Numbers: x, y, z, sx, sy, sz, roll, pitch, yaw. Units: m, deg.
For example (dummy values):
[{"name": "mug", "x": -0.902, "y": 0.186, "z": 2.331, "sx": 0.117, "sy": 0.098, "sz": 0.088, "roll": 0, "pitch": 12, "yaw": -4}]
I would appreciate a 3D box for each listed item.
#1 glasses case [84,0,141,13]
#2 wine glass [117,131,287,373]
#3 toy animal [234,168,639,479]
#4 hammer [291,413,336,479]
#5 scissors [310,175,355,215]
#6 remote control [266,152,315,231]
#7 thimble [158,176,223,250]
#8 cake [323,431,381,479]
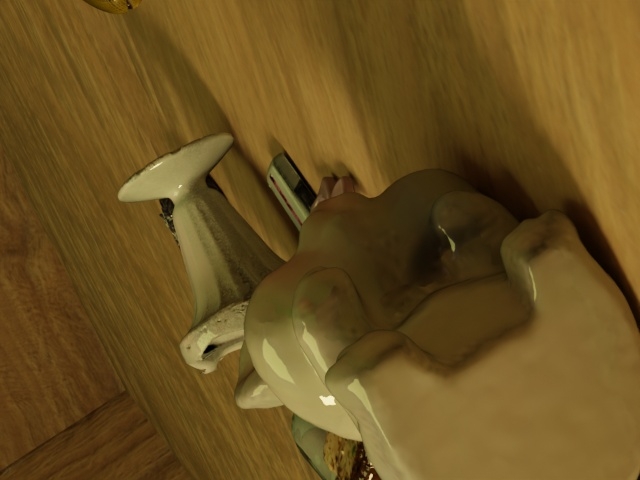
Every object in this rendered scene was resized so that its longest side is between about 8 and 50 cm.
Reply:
[{"name": "glasses case", "x": -0.235, "y": -0.281, "z": 1.879, "sx": 0.234, "sy": 0.064, "sz": 0.079, "roll": 42, "pitch": 154, "yaw": 54}, {"name": "wine glass", "x": -0.098, "y": 0.010, "z": 1.869, "sx": 0.196, "sy": 0.165, "sz": 0.165, "roll": 60, "pitch": 169, "yaw": 11}, {"name": "toy animal", "x": 0.065, "y": 0.084, "z": 1.288, "sx": 0.367, "sy": 0.196, "sz": 0.241, "roll": 31, "pitch": 148, "yaw": 59}, {"name": "hammer", "x": 0.096, "y": 0.266, "z": 1.883, "sx": 0.206, "sy": 0.119, "sz": 0.335, "roll": 48, "pitch": 172, "yaw": 39}, {"name": "scissors", "x": 0.013, "y": 0.052, "z": 1.601, "sx": 0.110, "sy": 0.021, "sz": 0.212, "roll": -179, "pitch": 88, "yaw": -73}, {"name": "remote control", "x": 0.000, "y": 0.000, "z": 1.739, "sx": 0.166, "sy": 0.029, "sz": 0.065, "roll": 56, "pitch": 169, "yaw": 9}, {"name": "thimble", "x": -0.130, "y": -0.017, "z": 2.132, "sx": 0.104, "sy": 0.066, "sz": 0.095, "roll": 62, "pitch": 166, "yaw": -7}, {"name": "cake", "x": 0.043, "y": 0.115, "z": 1.611, "sx": 0.112, "sy": 0.135, "sz": 0.246, "roll": 44, "pitch": 162, "yaw": 50}]
